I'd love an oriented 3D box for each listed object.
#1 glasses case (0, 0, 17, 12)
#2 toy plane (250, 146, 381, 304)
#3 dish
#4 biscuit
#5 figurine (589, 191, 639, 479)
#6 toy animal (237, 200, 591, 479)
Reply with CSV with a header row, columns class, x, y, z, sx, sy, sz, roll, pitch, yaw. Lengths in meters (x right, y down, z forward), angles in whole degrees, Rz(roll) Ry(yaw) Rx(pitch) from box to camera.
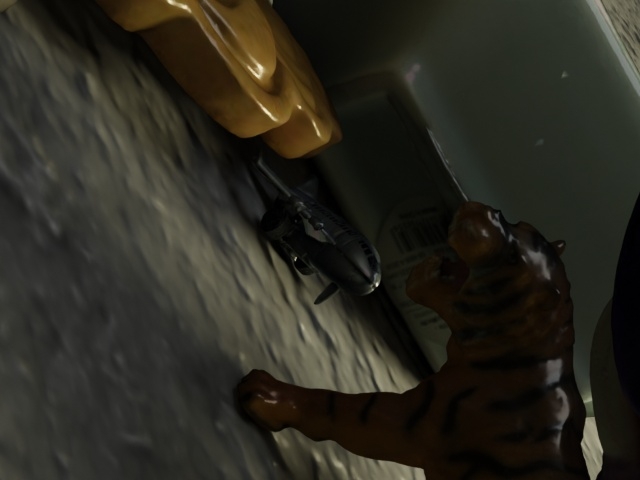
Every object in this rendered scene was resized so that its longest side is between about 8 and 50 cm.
class,x,y,z,sx,sy,sz,roll,pitch,yaw
glasses case,-0.146,-0.132,0.505,0.196,0.050,0.083,51,24,-36
toy plane,0.000,0.000,0.750,0.078,0.031,0.083,49,4,-38
dish,0.066,-0.012,0.827,0.080,0.182,0.243,-39,104,-33
biscuit,-0.060,-0.104,0.703,0.236,0.040,0.144,38,26,-48
figurine,0.171,0.103,0.664,0.421,0.154,0.193,71,19,-66
toy animal,0.056,0.122,0.614,0.114,0.116,0.255,45,27,-42
